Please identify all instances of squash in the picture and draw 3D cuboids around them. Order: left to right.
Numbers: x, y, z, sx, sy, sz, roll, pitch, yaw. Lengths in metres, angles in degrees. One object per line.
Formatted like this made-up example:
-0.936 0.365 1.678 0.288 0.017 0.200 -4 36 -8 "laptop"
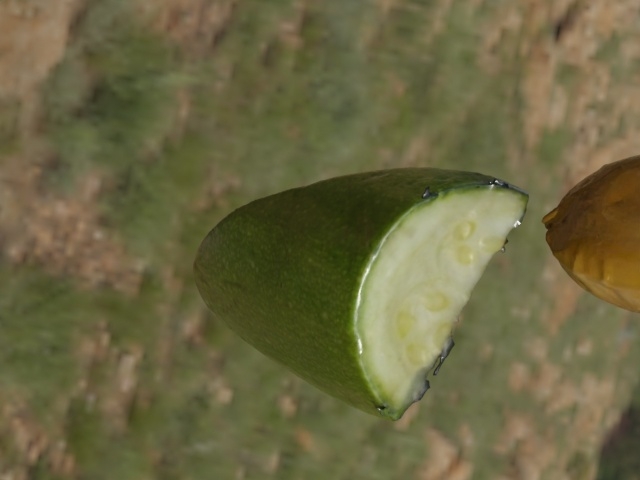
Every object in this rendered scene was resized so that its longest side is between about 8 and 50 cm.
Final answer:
0.000 0.000 1.441 0.203 0.111 0.288 -61 -149 1 "squash"

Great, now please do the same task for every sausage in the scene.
0.324 -0.003 1.327 0.116 0.354 0.134 36 63 -53 "sausage"
